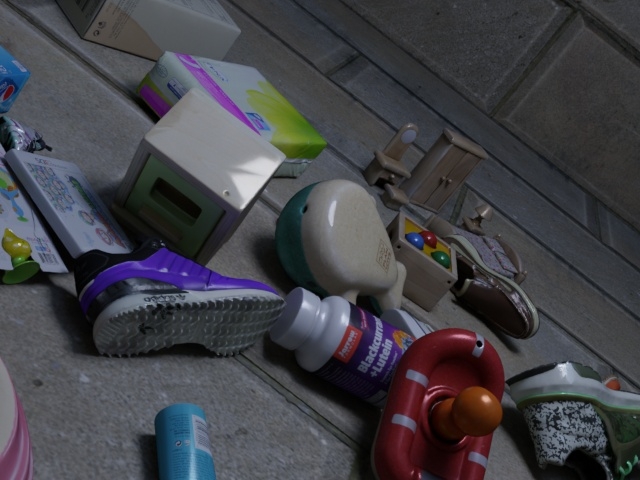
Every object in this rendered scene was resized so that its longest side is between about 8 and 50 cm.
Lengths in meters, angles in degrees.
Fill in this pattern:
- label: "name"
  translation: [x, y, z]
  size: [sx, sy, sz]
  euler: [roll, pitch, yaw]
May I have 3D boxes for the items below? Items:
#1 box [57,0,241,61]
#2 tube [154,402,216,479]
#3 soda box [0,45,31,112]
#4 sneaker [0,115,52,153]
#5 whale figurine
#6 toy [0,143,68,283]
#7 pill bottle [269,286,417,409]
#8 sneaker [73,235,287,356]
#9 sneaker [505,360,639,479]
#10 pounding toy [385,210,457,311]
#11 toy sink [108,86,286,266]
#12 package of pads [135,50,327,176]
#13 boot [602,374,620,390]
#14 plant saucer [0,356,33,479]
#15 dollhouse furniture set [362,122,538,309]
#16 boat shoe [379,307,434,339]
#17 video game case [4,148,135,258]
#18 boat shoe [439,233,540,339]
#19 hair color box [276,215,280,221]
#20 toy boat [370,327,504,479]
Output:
- label: "box"
  translation: [-0.316, -0.423, 1.838]
  size: [0.311, 0.121, 0.148]
  euler: [10, 35, -49]
- label: "tube"
  translation: [-0.123, 0.252, 0.943]
  size: [0.080, 0.052, 0.207]
  euler: [18, 34, -29]
- label: "soda box"
  translation: [-0.498, -0.262, 1.326]
  size: [0.210, 0.071, 0.067]
  euler: [41, 22, 8]
- label: "sneaker"
  translation: [-0.380, -0.123, 1.280]
  size: [0.069, 0.038, 0.098]
  euler: [18, 30, -38]
- label: "whale figurine"
  translation: [0.033, 0.024, 1.519]
  size: [0.272, 0.141, 0.216]
  euler: [42, 50, -45]
- label: "toy"
  translation: [-0.390, -0.048, 1.098]
  size: [0.237, 0.056, 0.137]
  euler: [53, 18, 20]
- label: "pill bottle"
  translation: [0.034, 0.140, 1.306]
  size: [0.194, 0.108, 0.108]
  euler: [29, 24, -19]
- label: "sneaker"
  translation: [-0.168, 0.053, 1.177]
  size: [0.293, 0.102, 0.146]
  euler: [7, 37, -51]
- label: "sneaker"
  translation: [0.447, 0.333, 1.582]
  size: [0.410, 0.158, 0.182]
  euler: [24, 57, -35]
- label: "pounding toy"
  translation: [0.139, -0.002, 1.749]
  size: [0.206, 0.094, 0.181]
  euler: [35, 23, -10]
- label: "toy sink"
  translation: [-0.176, -0.058, 1.307]
  size: [0.153, 0.234, 0.131]
  euler: [38, 52, -3]
- label: "package of pads"
  translation: [-0.154, -0.216, 1.716]
  size: [0.229, 0.101, 0.297]
  euler: [48, 24, 19]
- label: "boot"
  translation: [0.524, 0.301, 1.804]
  size: [0.084, 0.059, 0.158]
  euler: [48, 33, 16]
- label: "plant saucer"
  translation: [-0.370, 0.126, 0.763]
  size: [0.332, 0.084, 0.332]
  euler: [31, 24, -15]
- label: "dollhouse furniture set"
  translation: [0.298, -0.055, 1.985]
  size: [0.303, 0.173, 0.355]
  euler: [20, 28, -36]
- label: "boat shoe"
  translation: [0.165, 0.201, 1.415]
  size: [0.088, 0.096, 0.267]
  euler: [17, 22, -32]
- label: "video game case"
  translation: [-0.299, -0.040, 1.200]
  size: [0.157, 0.019, 0.143]
  euler: [53, 11, 13]
- label: "boat shoe"
  translation: [0.288, 0.093, 1.818]
  size: [0.095, 0.095, 0.257]
  euler: [-10, 44, -43]
- label: "hair color box"
  translation: [0.000, 0.000, 1.606]
  size: [0.141, 0.043, 0.072]
  euler: [29, 24, -23]
- label: "toy boat"
  translation: [0.165, 0.214, 1.202]
  size: [0.151, 0.151, 0.231]
  euler: [28, 60, -17]
